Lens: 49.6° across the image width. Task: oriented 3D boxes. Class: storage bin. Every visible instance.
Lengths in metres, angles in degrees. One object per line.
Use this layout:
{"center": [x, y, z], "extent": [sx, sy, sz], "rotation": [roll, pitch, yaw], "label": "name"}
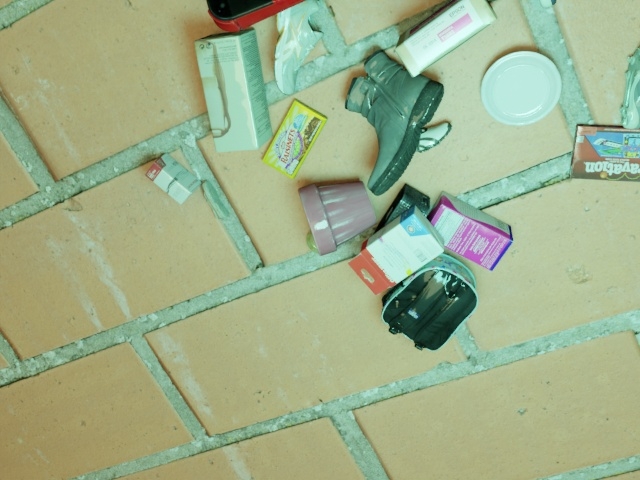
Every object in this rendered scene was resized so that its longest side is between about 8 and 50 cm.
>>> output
{"center": [0.223, -0.053, 1.932], "extent": [0.084, 0.122, 0.180], "rotation": [29, 115, -3], "label": "storage bin"}

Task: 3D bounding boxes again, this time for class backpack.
{"center": [0.321, 0.159, 1.969], "extent": [0.225, 0.191, 0.253], "rotation": [33, 122, -8], "label": "backpack"}

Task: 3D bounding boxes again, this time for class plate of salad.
{"center": [0.512, -0.389, 1.772], "extent": [0.199, 0.048, 0.200], "rotation": [5, 125, 8], "label": "plate of salad"}

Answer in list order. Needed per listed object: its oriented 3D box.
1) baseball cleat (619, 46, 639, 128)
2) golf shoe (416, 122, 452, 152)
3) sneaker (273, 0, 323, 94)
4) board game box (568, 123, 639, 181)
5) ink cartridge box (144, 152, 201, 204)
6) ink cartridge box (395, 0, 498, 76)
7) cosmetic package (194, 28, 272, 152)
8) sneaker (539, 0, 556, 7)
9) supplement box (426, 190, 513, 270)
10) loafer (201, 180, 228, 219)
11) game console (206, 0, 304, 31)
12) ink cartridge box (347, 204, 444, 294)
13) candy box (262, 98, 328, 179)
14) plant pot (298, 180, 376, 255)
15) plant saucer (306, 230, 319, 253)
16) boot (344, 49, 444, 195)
{"center": [0.808, -0.380, 1.719], "extent": [0.109, 0.072, 0.206], "rotation": [0, 117, -7], "label": "baseball cleat"}
{"center": [0.253, -0.278, 1.853], "extent": [0.198, 0.077, 0.094], "rotation": [-26, 106, 19], "label": "golf shoe"}
{"center": [-0.055, -0.506, 1.802], "extent": [0.121, 0.099, 0.263], "rotation": [6, 116, 3], "label": "sneaker"}
{"center": [0.803, -0.224, 1.801], "extent": [0.281, 0.027, 0.145], "rotation": [4, 115, 9], "label": "board game box"}
{"center": [-0.426, -0.179, 2.010], "extent": [0.135, 0.099, 0.056], "rotation": [40, 114, -8], "label": "ink cartridge box"}
{"center": [0.301, -0.512, 1.676], "extent": [0.234, 0.193, 0.088], "rotation": [-31, 105, 21], "label": "ink cartridge box"}
{"center": [-0.228, -0.400, 1.849], "extent": [0.129, 0.153, 0.296], "rotation": [-3, 111, 14], "label": "cosmetic package"}
{"center": [0.563, -0.715, 1.572], "extent": [0.148, 0.131, 0.350], "rotation": [1, 113, 15], "label": "sneaker"}
{"center": [0.406, -0.028, 1.915], "extent": [0.220, 0.111, 0.114], "rotation": [29, 116, -2], "label": "supplement box"}
{"center": [-0.321, -0.116, 2.052], "extent": [0.039, 0.045, 0.125], "rotation": [-20, 111, 25], "label": "loafer"}
{"center": [-0.146, -0.722, 1.656], "extent": [0.341, 0.060, 0.387], "rotation": [-18, 80, 13], "label": "game console"}
{"center": [0.202, 0.029, 1.860], "extent": [0.231, 0.078, 0.134], "rotation": [-36, 103, 22], "label": "ink cartridge box"}
{"center": [-0.073, -0.282, 1.940], "extent": [0.105, 0.027, 0.206], "rotation": [31, 115, 0], "label": "candy box"}
{"center": [0.051, -0.078, 1.926], "extent": [0.180, 0.201, 0.201], "rotation": [-18, 110, 1], "label": "plant pot"}
{"center": [0.000, 0.000, 2.056], "extent": [0.083, 0.015, 0.084], "rotation": [4, 114, 8], "label": "plant saucer"}
{"center": [0.154, -0.304, 1.807], "extent": [0.222, 0.118, 0.338], "rotation": [30, 94, 16], "label": "boot"}
